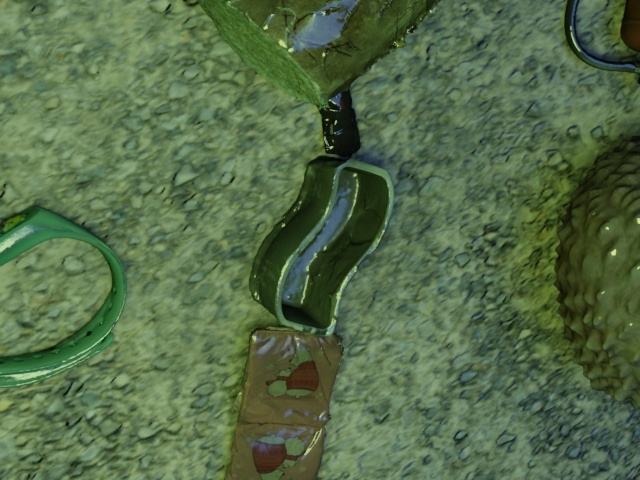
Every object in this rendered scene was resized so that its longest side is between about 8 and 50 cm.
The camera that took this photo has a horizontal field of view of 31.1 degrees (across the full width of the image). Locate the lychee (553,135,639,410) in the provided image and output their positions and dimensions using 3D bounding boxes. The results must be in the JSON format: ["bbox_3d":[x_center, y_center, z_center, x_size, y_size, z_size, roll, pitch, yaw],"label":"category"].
[{"bbox_3d":[0.488,0.036,1.533,0.380,0.380,0.432,-4,134,-22],"label":"lychee"}]

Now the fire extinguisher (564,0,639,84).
[{"bbox_3d":[0.456,-0.372,1.583,0.200,0.113,0.376,11,98,19],"label":"fire extinguisher"}]

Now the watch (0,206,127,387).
[{"bbox_3d":[-0.348,0.073,1.359,0.237,0.068,0.195,-33,114,-17],"label":"watch"}]

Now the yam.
[{"bbox_3d":[0.036,-0.337,1.334,0.348,0.241,0.241,-47,114,-1],"label":"yam"}]

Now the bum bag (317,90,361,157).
[{"bbox_3d":[0.021,-0.166,1.471,0.058,0.034,0.124,-25,111,-30],"label":"bum bag"}]

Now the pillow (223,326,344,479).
[{"bbox_3d":[-0.051,0.225,1.510,0.135,0.049,0.248,3,112,-19],"label":"pillow"}]

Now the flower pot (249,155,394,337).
[{"bbox_3d":[0.000,0.000,1.460,0.103,0.108,0.229,27,89,-25],"label":"flower pot"}]
